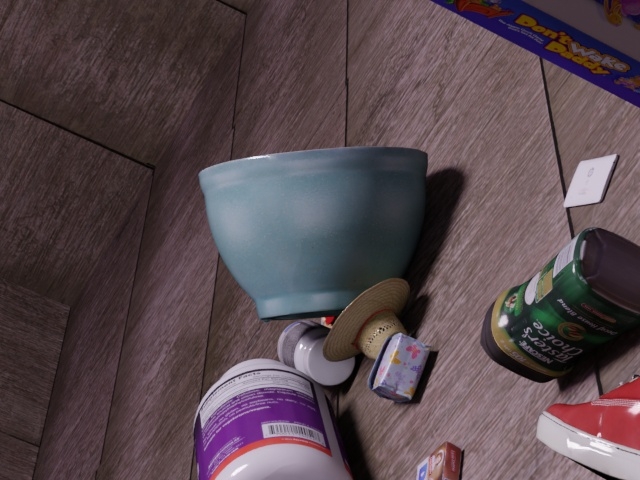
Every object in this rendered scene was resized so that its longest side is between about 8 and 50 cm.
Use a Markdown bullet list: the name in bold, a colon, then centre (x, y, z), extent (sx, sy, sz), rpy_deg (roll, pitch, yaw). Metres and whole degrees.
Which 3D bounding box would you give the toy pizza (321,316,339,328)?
- **toy pizza**: centre (0.043, 0.039, 2.348), extent (0.201, 0.032, 0.201), rpy_deg (-57, 18, 30)

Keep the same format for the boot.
- **boot**: centre (0.278, 0.117, 1.383), extent (0.244, 0.088, 0.176), rpy_deg (6, 72, 65)

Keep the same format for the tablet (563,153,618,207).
- **tablet**: centre (0.280, -0.062, 1.778), extent (0.054, 0.006, 0.083), rpy_deg (-68, 16, -10)

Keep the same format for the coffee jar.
- **coffee jar**: centre (0.229, 0.065, 1.592), extent (0.184, 0.096, 0.079), rpy_deg (-45, 23, 53)

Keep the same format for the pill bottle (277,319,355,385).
- **pill bottle**: centre (-0.004, 0.150, 2.254), extent (0.078, 0.078, 0.137), rpy_deg (-66, 15, -3)

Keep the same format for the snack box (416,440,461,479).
- **snack box**: centre (0.114, 0.296, 1.757), extent (0.064, 0.022, 0.178), rpy_deg (-51, 22, 46)

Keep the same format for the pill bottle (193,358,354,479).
- **pill bottle**: centre (-0.060, 0.267, 2.074), extent (0.181, 0.182, 0.323), rpy_deg (-61, 16, 15)

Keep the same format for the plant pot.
- **plant pot**: centre (0.000, 0.000, 2.169), extent (0.293, 0.293, 0.196), rpy_deg (160, 105, -69)

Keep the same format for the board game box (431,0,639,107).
- **board game box**: centre (0.266, -0.253, 1.473), extent (0.078, 0.347, 0.233), rpy_deg (-25, 43, 66)

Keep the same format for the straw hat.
- **straw hat**: centre (0.074, 0.117, 2.071), extent (0.061, 0.144, 0.144), rpy_deg (47, 121, 26)

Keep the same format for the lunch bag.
- **lunch bag**: centre (0.090, 0.150, 2.000), extent (0.083, 0.053, 0.071), rpy_deg (131, 162, -79)
